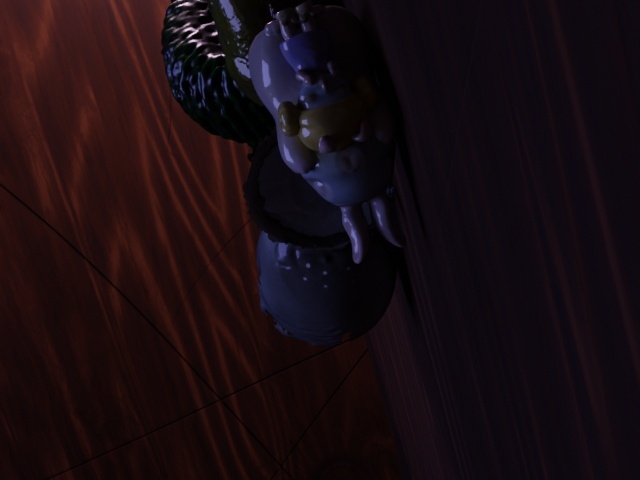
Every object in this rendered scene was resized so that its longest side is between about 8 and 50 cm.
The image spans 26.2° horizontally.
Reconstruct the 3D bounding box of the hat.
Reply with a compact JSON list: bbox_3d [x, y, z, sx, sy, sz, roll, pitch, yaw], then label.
[{"bbox_3d":[-0.082,-0.214,1.980,0.332,0.242,0.274,58,-153,-46],"label":"hat"}]

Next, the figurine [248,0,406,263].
[{"bbox_3d":[0.020,-0.103,1.331,0.155,0.127,0.236,124,126,-75],"label":"figurine"}]

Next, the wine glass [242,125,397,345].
[{"bbox_3d":[0.005,0.000,1.701,0.357,0.190,0.190,90,165,-67],"label":"wine glass"}]

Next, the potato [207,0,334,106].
[{"bbox_3d":[-0.063,-0.296,1.605,0.176,0.141,0.298,-62,-43,-73],"label":"potato"}]
